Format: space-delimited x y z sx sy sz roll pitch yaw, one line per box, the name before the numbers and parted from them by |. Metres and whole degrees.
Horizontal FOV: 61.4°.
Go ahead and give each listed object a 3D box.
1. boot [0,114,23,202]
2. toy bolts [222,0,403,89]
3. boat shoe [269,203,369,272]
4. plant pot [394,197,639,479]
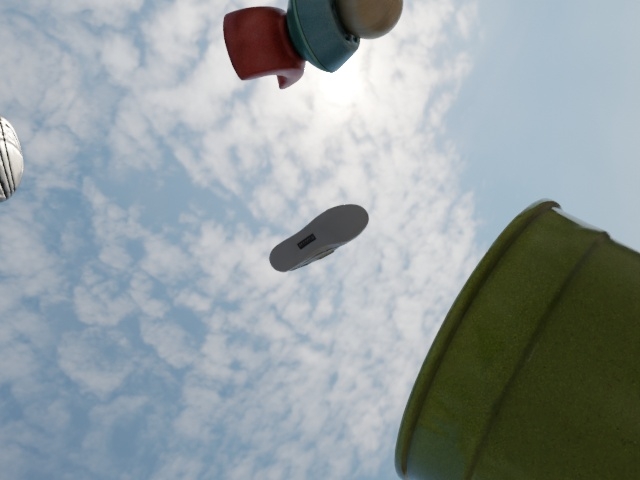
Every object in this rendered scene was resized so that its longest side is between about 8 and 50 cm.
boot | -0.612 -0.082 0.731 0.377 0.284 0.138 -98 2 -64
toy bolts | -0.026 -0.263 0.472 0.218 0.158 0.229 -28 -76 -62
boat shoe | 0.000 0.000 0.499 0.100 0.035 0.035 -33 -12 0
plant pot | 0.324 0.192 0.546 0.366 0.352 0.367 -34 -41 -36
